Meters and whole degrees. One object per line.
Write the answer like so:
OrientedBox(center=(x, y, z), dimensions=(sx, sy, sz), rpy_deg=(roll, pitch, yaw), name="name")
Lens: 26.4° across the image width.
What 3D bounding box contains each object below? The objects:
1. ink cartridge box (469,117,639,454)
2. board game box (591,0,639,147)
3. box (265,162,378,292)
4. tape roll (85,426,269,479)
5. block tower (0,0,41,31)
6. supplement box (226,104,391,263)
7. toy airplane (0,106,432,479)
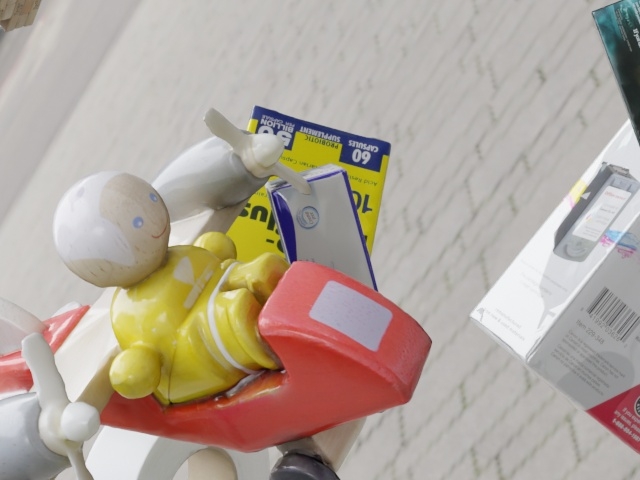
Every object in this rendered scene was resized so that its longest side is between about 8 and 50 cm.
OrientedBox(center=(0.343, 0.040, 1.440), dimensions=(0.306, 0.226, 0.131), rpy_deg=(-51, 31, 0), name="ink cartridge box")
OrientedBox(center=(0.350, -0.155, 1.303), dimensions=(0.126, 0.186, 0.026), rpy_deg=(-19, -10, 10), name="board game box")
OrientedBox(center=(0.000, 0.000, 1.252), dimensions=(0.072, 0.126, 0.137), rpy_deg=(-16, 7, -2), name="box")
OrientedBox(center=(-0.195, 0.342, 1.862), dimensions=(0.100, 0.286, 0.286), rpy_deg=(10, 68, 38), name="tape roll")
OrientedBox(center=(-0.540, -0.315, 1.869), dimensions=(0.335, 0.091, 0.097), rpy_deg=(-27, -22, -44), name="block tower")
OrientedBox(center=(-0.046, 0.037, 1.770), dimensions=(0.195, 0.194, 0.357), rpy_deg=(113, 171, -58), name="supplement box")
OrientedBox(center=(-0.150, 0.060, 1.066), dimensions=(0.384, 0.272, 0.386), rpy_deg=(-24, 36, -9), name="toy airplane")
